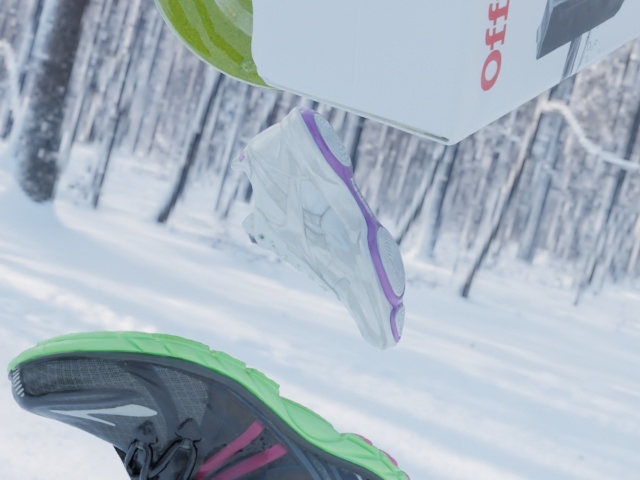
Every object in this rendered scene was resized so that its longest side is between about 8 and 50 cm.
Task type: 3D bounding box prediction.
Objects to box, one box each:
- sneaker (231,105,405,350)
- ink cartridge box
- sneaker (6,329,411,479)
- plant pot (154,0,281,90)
[{"bbox_3d":[0.000,0.000,1.448,0.152,0.305,0.114,-28,-7,19],"label":"sneaker"},{"bbox_3d":[0.096,-0.187,0.586,0.114,0.197,0.273,23,35,32],"label":"ink cartridge box"},{"bbox_3d":[-0.114,0.246,1.285,0.483,0.202,0.185,29,-29,-13],"label":"sneaker"},{"bbox_3d":[-0.012,-0.330,1.107,0.367,0.366,0.353,15,42,-6],"label":"plant pot"}]
